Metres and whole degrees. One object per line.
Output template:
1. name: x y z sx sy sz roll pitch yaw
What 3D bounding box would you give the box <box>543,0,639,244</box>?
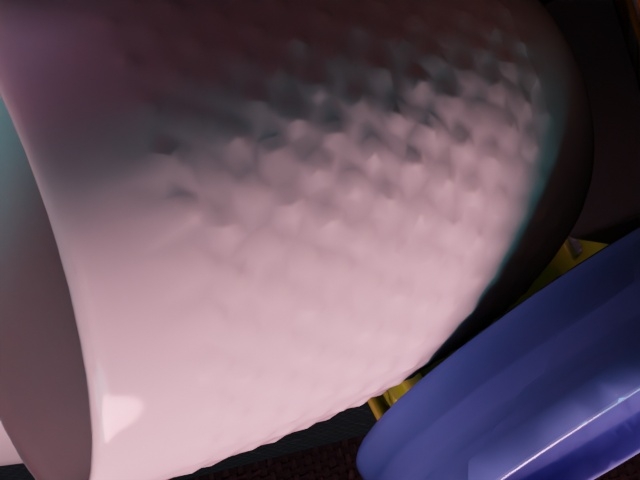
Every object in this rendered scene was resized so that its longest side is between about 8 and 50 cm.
1. box: 0.335 -0.097 1.096 0.215 0.168 0.345 -23 162 35

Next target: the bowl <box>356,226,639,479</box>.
1. bowl: 0.194 0.071 0.927 0.391 0.077 0.391 -29 163 -9

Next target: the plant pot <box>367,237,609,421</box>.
1. plant pot: 0.127 0.058 1.235 0.227 0.228 0.207 -21 151 -14

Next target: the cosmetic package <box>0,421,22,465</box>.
1. cosmetic package: -0.384 0.116 1.323 0.453 0.161 0.230 -3 163 -31

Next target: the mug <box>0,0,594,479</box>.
1. mug: -0.050 -0.045 0.882 0.328 0.276 0.374 -17 -162 -25

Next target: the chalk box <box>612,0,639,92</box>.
1. chalk box: 0.301 -0.165 0.803 0.289 0.179 0.180 -15 165 10
